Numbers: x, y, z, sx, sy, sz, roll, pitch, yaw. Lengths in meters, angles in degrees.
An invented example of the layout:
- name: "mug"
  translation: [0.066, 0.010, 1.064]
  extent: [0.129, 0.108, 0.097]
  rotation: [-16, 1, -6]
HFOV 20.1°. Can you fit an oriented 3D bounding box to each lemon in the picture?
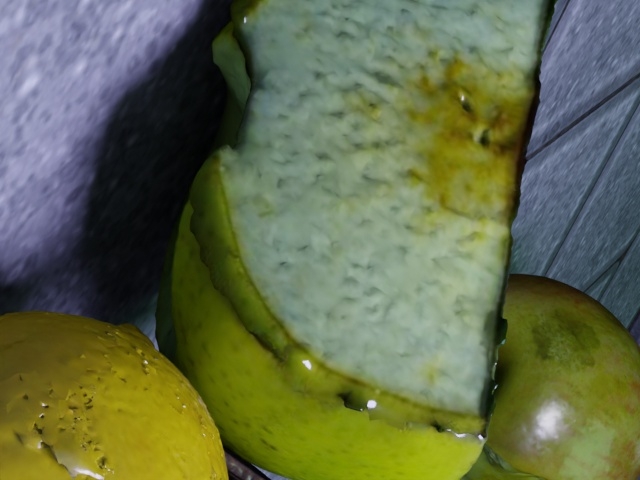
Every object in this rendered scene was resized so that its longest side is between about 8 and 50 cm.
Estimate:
- name: "lemon"
  translation: [-0.128, 0.119, 0.774]
  extent: [0.173, 0.173, 0.206]
  rotation: [-66, 172, 32]

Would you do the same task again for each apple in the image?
- name: "apple"
  translation: [0.184, 0.154, 1.668]
  extent: [0.246, 0.246, 0.226]
  rotation: [-56, 157, 1]

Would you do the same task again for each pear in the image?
- name: "pear"
  translation: [0.000, 0.000, 0.920]
  extent: [0.292, 0.159, 0.292]
  rotation: [-165, -90, -85]

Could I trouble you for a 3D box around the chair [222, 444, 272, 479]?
- name: "chair"
  translation: [-0.075, 0.212, 0.966]
  extent: [0.240, 0.416, 0.203]
  rotation: [36, 86, -45]
